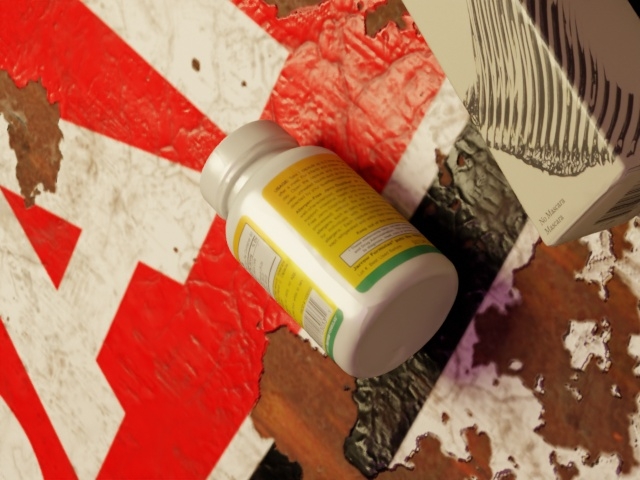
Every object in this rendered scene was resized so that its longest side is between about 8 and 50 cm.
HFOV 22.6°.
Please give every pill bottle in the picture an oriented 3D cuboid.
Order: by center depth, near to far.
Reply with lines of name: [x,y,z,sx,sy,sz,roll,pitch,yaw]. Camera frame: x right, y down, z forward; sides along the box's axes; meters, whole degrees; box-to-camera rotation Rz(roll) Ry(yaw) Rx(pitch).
pill bottle: [0.000,0.000,1.260,0.208,0.117,0.118,44,122,28]

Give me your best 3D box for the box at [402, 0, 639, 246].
box: [0.147,-0.143,1.111,0.275,0.094,0.113,60,146,18]
